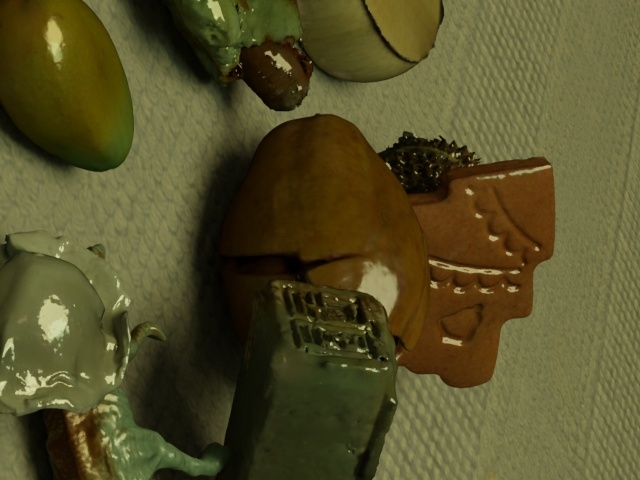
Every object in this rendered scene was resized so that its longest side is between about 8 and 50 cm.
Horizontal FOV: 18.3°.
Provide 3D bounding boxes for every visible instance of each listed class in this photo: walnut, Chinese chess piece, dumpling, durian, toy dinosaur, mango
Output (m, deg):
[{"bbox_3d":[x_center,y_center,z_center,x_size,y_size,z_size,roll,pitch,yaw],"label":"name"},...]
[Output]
[{"bbox_3d":[0.000,0.000,1.972,0.209,0.209,0.336,49,28,-44],"label":"walnut"},{"bbox_3d":[0.044,-0.308,2.274,0.257,0.104,0.257,36,48,-53],"label":"Chinese chess piece"},{"bbox_3d":[-0.215,0.073,1.590,0.127,0.108,0.188,26,41,-21],"label":"dumpling"},{"bbox_3d":[0.126,-0.037,2.230,0.196,0.196,0.167,-58,136,-54],"label":"durian"},{"bbox_3d":[-0.162,0.210,1.679,0.205,0.092,0.393,40,46,-53],"label":"toy dinosaur"},{"bbox_3d":[-0.220,-0.137,1.705,0.130,0.092,0.194,-75,147,-44],"label":"mango"}]

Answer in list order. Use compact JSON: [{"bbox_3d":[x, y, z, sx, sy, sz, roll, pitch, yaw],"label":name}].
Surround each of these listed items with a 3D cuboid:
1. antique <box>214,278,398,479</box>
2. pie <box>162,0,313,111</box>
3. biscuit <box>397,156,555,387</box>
[{"bbox_3d":[-0.022,0.194,1.803,0.150,0.125,0.284,-105,-154,-64],"label":"antique"},{"bbox_3d":[-0.108,-0.275,1.991,0.274,0.105,0.257,37,33,-56],"label":"pie"},{"bbox_3d":[0.140,0.027,2.137,0.284,0.306,0.043,33,18,-30],"label":"biscuit"}]
